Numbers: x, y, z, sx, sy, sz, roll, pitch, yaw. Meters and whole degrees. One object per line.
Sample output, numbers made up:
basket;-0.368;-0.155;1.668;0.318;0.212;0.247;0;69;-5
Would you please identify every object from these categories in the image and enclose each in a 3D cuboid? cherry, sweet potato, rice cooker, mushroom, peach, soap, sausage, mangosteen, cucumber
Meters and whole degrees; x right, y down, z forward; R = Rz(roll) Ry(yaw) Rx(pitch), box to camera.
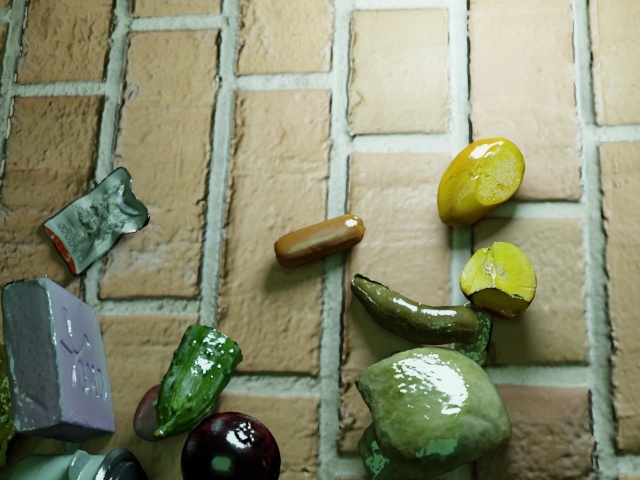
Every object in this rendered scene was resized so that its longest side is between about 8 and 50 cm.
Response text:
cherry;-0.318;0.350;1.741;0.106;0.087;0.126;32;77;20
sweet potato;0.182;0.145;1.742;0.285;0.085;0.112;20;58;27
rice cooker;-0.450;0.526;1.619;0.316;0.264;0.317;3;114;8
mushroom;0.191;0.318;1.622;0.292;0.212;0.218;-20;90;9
peach;0.361;0.079;1.720;0.151;0.118;0.151;-23;49;28
soap;-0.511;0.241;1.693;0.107;0.296;0.286;-15;74;0
sausage;0.000;0.000;1.812;0.197;0.076;0.076;-18;72;0
mangosteen;-0.175;0.428;1.650;0.209;0.210;0.210;-2;73;7
cucumber;-0.256;0.287;1.680;0.134;0.134;0.244;17;48;12

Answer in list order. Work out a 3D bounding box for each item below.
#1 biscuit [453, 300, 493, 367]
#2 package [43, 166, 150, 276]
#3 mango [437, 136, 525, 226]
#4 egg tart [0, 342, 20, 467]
biscuit;0.308;0.190;1.743;0.071;0.018;0.147;7;76;12
package;-0.487;-0.043;1.911;0.232;0.040;0.166;-38;69;3
mango;0.323;-0.116;1.794;0.141;0.102;0.217;40;84;-7
egg tart;-0.695;0.349;1.780;0.297;0.132;0.297;-6;75;21
